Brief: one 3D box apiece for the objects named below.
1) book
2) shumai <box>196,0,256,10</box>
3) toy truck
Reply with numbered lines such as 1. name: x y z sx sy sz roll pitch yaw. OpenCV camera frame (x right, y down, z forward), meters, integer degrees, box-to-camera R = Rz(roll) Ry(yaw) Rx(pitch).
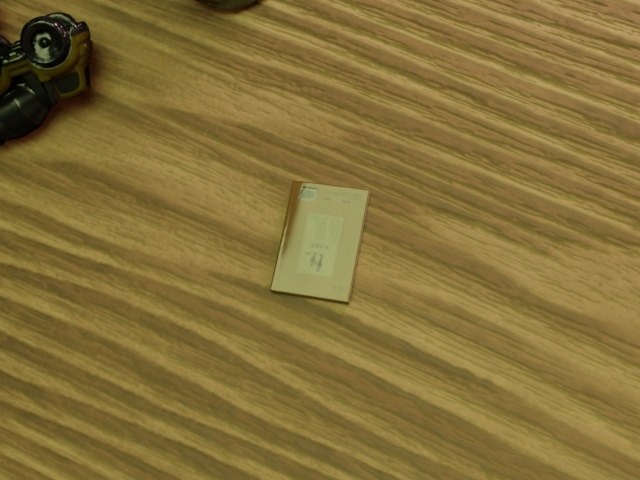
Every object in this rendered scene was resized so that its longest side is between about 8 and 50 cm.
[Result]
1. book: 0.000 0.000 1.481 0.118 0.012 0.172 9 76 12
2. shumai: -0.148 -0.505 1.589 0.256 0.189 0.218 -44 53 12
3. toy truck: -0.448 -0.249 1.576 0.224 0.147 0.165 -19 106 2
